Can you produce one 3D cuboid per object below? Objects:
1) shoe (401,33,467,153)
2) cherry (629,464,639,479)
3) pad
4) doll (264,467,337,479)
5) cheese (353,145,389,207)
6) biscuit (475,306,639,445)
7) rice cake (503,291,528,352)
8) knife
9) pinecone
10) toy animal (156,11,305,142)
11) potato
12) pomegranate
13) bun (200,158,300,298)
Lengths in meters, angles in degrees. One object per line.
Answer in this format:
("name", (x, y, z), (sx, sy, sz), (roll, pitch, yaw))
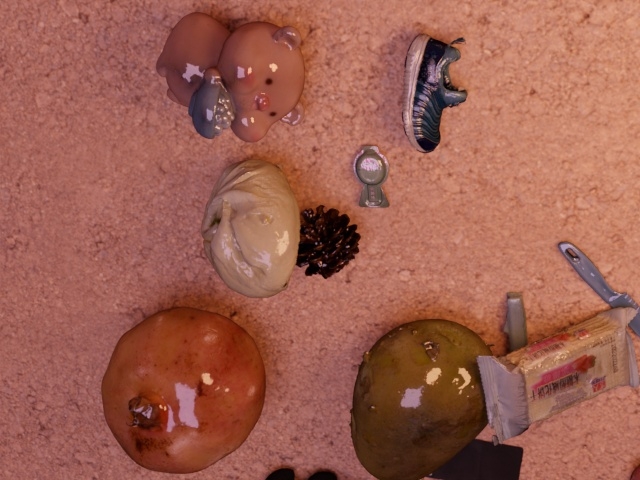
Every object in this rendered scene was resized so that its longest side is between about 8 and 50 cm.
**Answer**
("shoe", (0.197, -0.248, 1.799), (0.106, 0.091, 0.207), (11, 113, 17))
("cherry", (0.650, 0.451, 1.991), (0.126, 0.087, 0.106), (7, 124, 33))
("pad", (0.309, 0.451, 2.136), (0.193, 0.004, 0.116), (8, 116, 13))
("doll", (-0.032, 0.574, 2.224), (0.234, 0.135, 0.143), (-1, 116, 12))
("cheese", (0.094, -0.116, 1.927), (0.067, 0.026, 0.120), (2, 115, 16))
("biscuit", (0.432, 0.240, 1.896), (0.309, 0.079, 0.186), (-19, 116, -16))
("rice cake", (0.368, 0.182, 1.981), (0.042, 0.030, 0.180), (-1, 112, 21))
("knife", (0.541, 0.110, 1.908), (0.044, 0.019, 0.313), (-39, 100, 25))
("pinecone", (0.001, -0.001, 1.945), (0.140, 0.140, 0.121), (-19, 122, 23))
("toy animal", (-0.154, -0.291, 1.840), (0.221, 0.229, 0.210), (49, 160, 35))
("potato", (0.173, 0.313, 1.988), (0.270, 0.219, 0.359), (20, 123, -18))
("pomegranate", (-0.276, 0.301, 2.062), (0.338, 0.338, 0.338), (6, 115, 14))
("bun", (-0.137, -0.020, 1.926), (0.160, 0.259, 0.259), (1, 118, -15))
